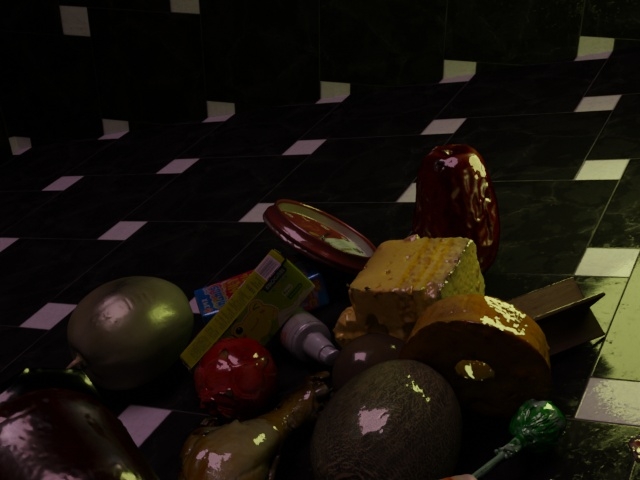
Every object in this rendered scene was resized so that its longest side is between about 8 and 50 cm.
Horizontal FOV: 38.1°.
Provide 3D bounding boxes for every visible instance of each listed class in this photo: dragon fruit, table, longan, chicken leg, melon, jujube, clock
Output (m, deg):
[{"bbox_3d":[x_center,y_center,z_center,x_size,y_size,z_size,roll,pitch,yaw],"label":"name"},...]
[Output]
[{"bbox_3d":[-0.176,0.286,1.909,0.172,0.172,0.209,1,41,31],"label":"dragon fruit"},{"bbox_3d":[0.449,0.162,1.844,0.226,0.167,0.167,-16,24,-22],"label":"table"},{"bbox_3d":[0.111,0.262,1.800,0.189,0.189,0.189,-13,26,6],"label":"longan"},{"bbox_3d":[-0.106,0.379,1.743,0.201,0.153,0.429,20,34,33],"label":"chicken leg"},{"bbox_3d":[-0.438,0.208,2.124,0.271,0.272,0.308,-3,22,25],"label":"melon"},{"bbox_3d":[0.312,-0.059,2.156,0.223,0.318,0.223,-6,22,2],"label":"jujube"},{"bbox_3d":[0.000,0.000,2.325,0.318,0.080,0.318,27,14,-7],"label":"clock"},{"bbox_3d":[0.116,0.335,1.566,0.248,0.249,0.329,-3,26,25],"label":"melon"}]

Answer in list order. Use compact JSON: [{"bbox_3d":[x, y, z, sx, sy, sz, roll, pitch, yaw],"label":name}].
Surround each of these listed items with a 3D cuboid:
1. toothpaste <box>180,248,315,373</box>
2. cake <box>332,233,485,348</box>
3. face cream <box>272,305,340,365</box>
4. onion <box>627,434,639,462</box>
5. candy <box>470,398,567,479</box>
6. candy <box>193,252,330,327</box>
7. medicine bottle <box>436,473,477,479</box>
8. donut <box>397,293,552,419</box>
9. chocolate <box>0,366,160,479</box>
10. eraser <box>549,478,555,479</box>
[{"bbox_3d":[-0.159,0.176,2.037,0.327,0.110,0.077,-50,34,-5],"label":"toothpaste"},{"bbox_3d":[0.180,0.135,1.949,0.286,0.222,0.227,0,28,31],"label":"cake"},{"bbox_3d":[-0.032,0.216,2.048,0.101,0.101,0.251,-26,28,-20],"label":"face cream"},{"bbox_3d":[0.622,0.316,1.408,0.348,0.159,0.267,-20,14,-11],"label":"onion"},{"bbox_3d":[0.303,0.353,1.527,0.097,0.097,0.323,9,23,42],"label":"candy"},{"bbox_3d":[-0.147,0.139,2.269,0.306,0.100,0.157,-20,26,-7],"label":"candy"},{"bbox_3d":[0.065,0.484,1.324,0.388,0.219,0.219,-16,26,3],"label":"medicine bottle"},{"bbox_3d":[0.286,0.206,1.685,0.277,0.277,0.108,-4,40,24],"label":"donut"},{"bbox_3d":[-0.418,0.443,1.539,0.331,0.384,0.383,18,41,40],"label":"chocolate"},{"bbox_3d":[0.352,0.420,1.512,0.099,0.019,0.027,-25,42,-17],"label":"eraser"}]
